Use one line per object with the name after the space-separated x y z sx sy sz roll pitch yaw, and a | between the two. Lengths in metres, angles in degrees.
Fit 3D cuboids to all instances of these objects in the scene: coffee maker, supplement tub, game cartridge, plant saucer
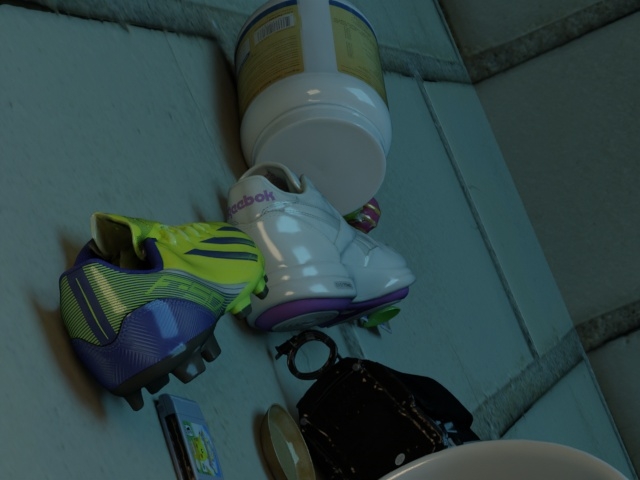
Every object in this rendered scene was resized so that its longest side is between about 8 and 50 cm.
0.061 0.158 1.682 0.171 0.120 0.178 70 14 15 | coffee maker
-0.008 -0.129 1.828 0.144 0.144 0.199 56 18 -38 | supplement tub
-0.089 0.149 1.354 0.056 0.017 0.083 37 33 -71 | game cartridge
-0.028 0.172 1.542 0.083 0.015 0.083 58 16 -28 | plant saucer

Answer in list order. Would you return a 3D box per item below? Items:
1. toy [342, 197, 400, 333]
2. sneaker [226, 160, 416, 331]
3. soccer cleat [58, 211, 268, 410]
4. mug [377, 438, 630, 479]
0.031 -0.026 1.990 0.137 0.056 0.237 30 39 -70 | toy
0.000 0.000 1.711 0.305 0.114 0.152 7 62 -74 | sneaker
-0.109 0.019 1.335 0.121 0.093 0.289 58 15 -8 | soccer cleat
0.133 0.387 1.373 0.374 0.276 0.328 -57 136 -37 | mug
